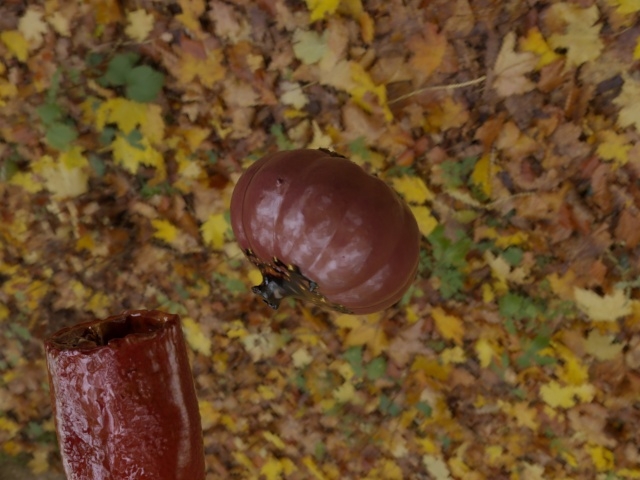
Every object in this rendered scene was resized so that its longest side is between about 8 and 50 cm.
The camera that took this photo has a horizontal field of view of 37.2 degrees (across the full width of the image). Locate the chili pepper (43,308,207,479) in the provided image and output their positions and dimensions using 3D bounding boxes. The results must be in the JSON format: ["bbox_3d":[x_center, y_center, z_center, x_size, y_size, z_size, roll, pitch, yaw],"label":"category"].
[{"bbox_3d":[-0.174,0.242,0.923,0.131,0.135,0.338,-6,99,41],"label":"chili pepper"}]

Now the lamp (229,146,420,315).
[{"bbox_3d":[0.000,0.000,0.848,0.182,0.140,0.182,27,165,8],"label":"lamp"}]
